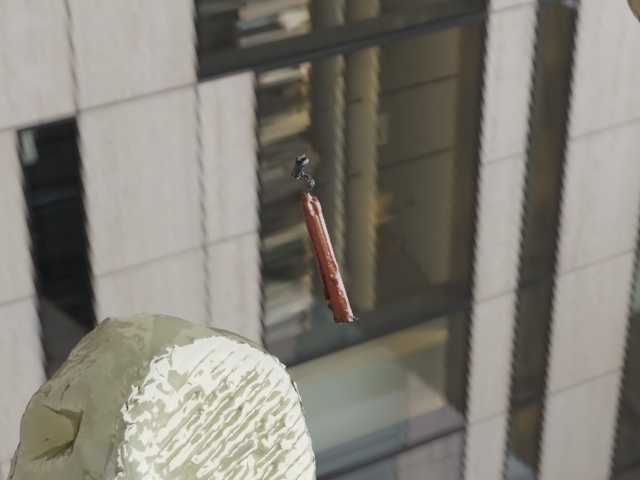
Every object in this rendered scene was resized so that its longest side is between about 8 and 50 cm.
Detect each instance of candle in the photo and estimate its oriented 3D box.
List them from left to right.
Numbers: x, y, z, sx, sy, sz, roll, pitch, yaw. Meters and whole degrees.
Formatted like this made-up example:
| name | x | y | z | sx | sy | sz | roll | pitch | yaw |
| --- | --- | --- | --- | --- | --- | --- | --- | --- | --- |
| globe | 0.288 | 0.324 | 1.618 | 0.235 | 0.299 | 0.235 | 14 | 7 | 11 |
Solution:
| name | x | y | z | sx | sy | sz | roll | pitch | yaw |
| --- | --- | --- | --- | --- | --- | --- | --- | --- | --- |
| candle | -0.001 | 0.000 | 1.439 | 0.026 | 0.021 | 0.167 | 9 | -59 | 55 |

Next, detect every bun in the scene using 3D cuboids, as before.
| name | x | y | z | sx | sy | sz | roll | pitch | yaw |
| --- | --- | --- | --- | --- | --- | --- | --- | --- | --- |
| bun | -0.171 | 0.246 | 1.609 | 0.211 | 0.359 | 0.360 | -5 | -79 | 40 |

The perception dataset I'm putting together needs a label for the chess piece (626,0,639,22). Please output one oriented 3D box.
| name | x | y | z | sx | sy | sz | roll | pitch | yaw |
| --- | --- | --- | --- | --- | --- | --- | --- | --- | --- |
| chess piece | 0.180 | -0.211 | 0.546 | 0.124 | 0.138 | 0.307 | -101 | -163 | -62 |
